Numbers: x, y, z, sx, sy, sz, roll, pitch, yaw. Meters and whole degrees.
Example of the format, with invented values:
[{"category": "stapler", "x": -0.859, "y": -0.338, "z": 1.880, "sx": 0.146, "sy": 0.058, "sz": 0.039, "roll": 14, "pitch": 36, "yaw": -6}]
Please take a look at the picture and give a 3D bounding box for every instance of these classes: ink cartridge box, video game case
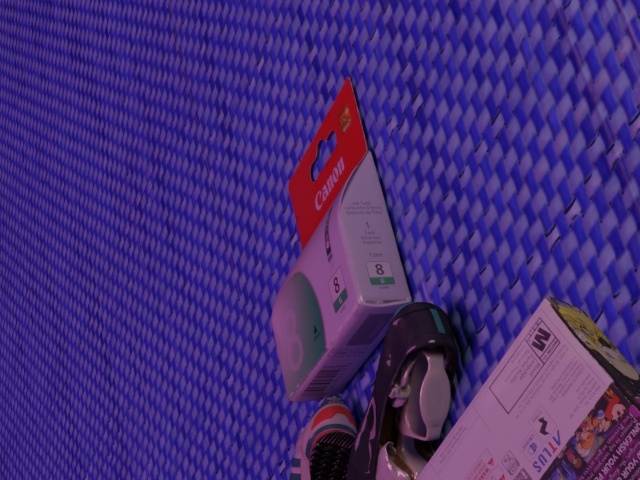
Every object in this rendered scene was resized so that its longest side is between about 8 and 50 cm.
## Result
[{"category": "ink cartridge box", "x": 0.000, "y": 0.000, "z": 1.443, "sx": 0.181, "sy": 0.056, "sz": 0.225, "roll": 123, "pitch": 138, "yaw": -53}, {"category": "video game case", "x": 0.127, "y": 0.184, "z": 0.947, "sx": 0.232, "sy": 0.041, "sz": 0.210, "roll": -58, "pitch": 40, "yaw": 18}]

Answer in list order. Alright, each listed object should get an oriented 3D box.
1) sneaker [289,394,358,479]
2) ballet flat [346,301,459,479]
[{"category": "sneaker", "x": 0.001, "y": 0.205, "z": 1.462, "sx": 0.075, "sy": 0.057, "sz": 0.161, "roll": -94, "pitch": 14, "yaw": -53}, {"category": "ballet flat", "x": 0.066, "y": 0.146, "z": 1.273, "sx": 0.074, "sy": 0.074, "sz": 0.203, "roll": -131, "pitch": 47, "yaw": -57}]
